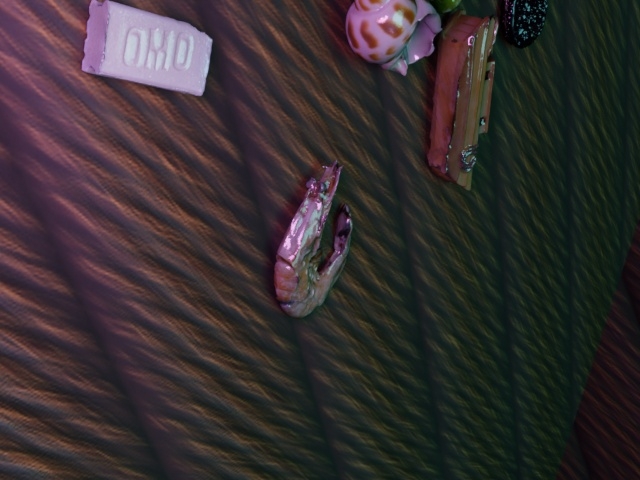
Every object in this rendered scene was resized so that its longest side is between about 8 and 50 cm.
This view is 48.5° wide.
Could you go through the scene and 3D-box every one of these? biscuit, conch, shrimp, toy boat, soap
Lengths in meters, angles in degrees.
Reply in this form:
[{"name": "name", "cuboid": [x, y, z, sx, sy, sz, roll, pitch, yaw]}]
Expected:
[{"name": "biscuit", "cuboid": [0.535, -0.604, 1.868, 0.194, 0.053, 0.195, -21, 120, -40]}, {"name": "conch", "cuboid": [0.134, -0.445, 1.430, 0.182, 0.149, 0.275, -41, 164, -3]}, {"name": "shrimp", "cuboid": [0.000, 0.000, 1.548, 0.247, 0.085, 0.360, -5, 113, -54]}, {"name": "toy boat", "cuboid": [0.348, -0.333, 1.740, 0.162, 0.136, 0.446, -19, 123, -35]}, {"name": "soap", "cuboid": [-0.275, -0.306, 1.146, 0.198, 0.063, 0.115, 1, 103, -46]}]

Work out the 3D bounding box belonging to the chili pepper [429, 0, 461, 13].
[{"name": "chili pepper", "cuboid": [0.213, -0.545, 1.434, 0.270, 0.136, 0.099, 22, 85, -48]}]
